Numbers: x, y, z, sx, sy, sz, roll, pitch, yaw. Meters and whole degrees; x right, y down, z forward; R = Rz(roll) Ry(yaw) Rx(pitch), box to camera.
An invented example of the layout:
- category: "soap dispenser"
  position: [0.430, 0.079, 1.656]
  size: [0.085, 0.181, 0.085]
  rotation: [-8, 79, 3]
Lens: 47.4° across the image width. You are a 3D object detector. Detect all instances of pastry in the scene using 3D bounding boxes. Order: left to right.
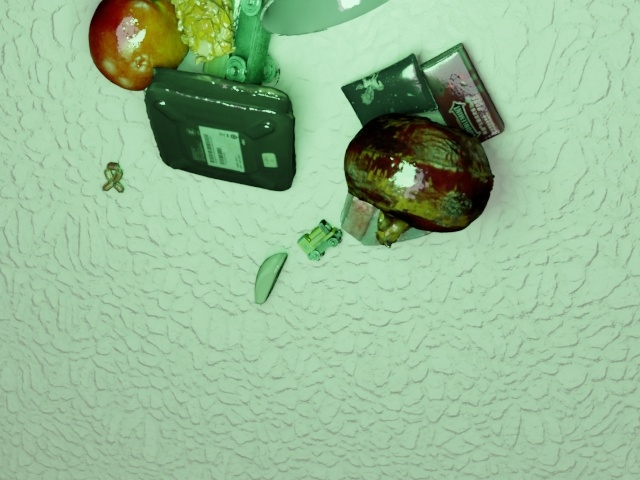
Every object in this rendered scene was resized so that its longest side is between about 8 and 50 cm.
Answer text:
- category: "pastry"
  position: [-0.261, -0.501, 1.594]
  size: [0.154, 0.102, 0.250]
  rotation: [-7, 91, 37]

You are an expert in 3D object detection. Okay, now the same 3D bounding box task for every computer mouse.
- category: "computer mouse"
  position: [-0.144, 0.100, 1.964]
  size: [0.056, 0.089, 0.182]
  rotation: [29, 120, 8]

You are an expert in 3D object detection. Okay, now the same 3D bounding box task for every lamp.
- category: "lamp"
  position: [-0.553, -0.169, 1.943]
  size: [0.063, 0.031, 0.083]
  rotation: [6, 113, 7]

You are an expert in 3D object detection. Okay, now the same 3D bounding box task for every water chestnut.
- category: "water chestnut"
  position: [0.208, -0.122, 1.621]
  size: [0.350, 0.350, 0.302]
  rotation: [19, 100, 1]

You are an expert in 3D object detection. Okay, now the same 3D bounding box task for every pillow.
- category: "pillow"
  position: [0.157, -0.335, 1.686]
  size: [0.208, 0.055, 0.141]
  rotation: [-14, 115, 36]

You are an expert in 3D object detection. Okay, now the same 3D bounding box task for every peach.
- category: "peach"
  position: [-0.414, -0.462, 1.679]
  size: [0.243, 0.199, 0.244]
  rotation: [-21, 139, -20]

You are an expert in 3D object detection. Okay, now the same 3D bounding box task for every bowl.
- category: "bowl"
  position: [0.016, -0.569, 1.506]
  size: [0.345, 0.345, 0.157]
  rotation: [-18, 88, 18]

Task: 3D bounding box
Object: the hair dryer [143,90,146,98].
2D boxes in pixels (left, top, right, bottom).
- category: "hair dryer"
  position: [-0.377, -0.357, 1.816]
  size: [0.124, 0.038, 0.063]
  rotation: [-5, 115, 7]

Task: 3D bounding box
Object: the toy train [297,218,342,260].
- category: "toy train"
  position: [0.000, 0.000, 1.909]
  size: [0.122, 0.050, 0.081]
  rotation: [-40, 95, 26]

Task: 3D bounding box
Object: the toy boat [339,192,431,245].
- category: "toy boat"
  position: [0.200, -0.065, 1.828]
  size: [0.282, 0.096, 0.206]
  rotation: [11, 114, -8]

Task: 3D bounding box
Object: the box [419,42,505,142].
- category: "box"
  position: [0.324, -0.326, 1.676]
  size: [0.120, 0.069, 0.224]
  rotation: [-24, 110, 21]

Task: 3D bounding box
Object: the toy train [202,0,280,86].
- category: "toy train"
  position: [-0.173, -0.484, 1.676]
  size: [0.189, 0.126, 0.308]
  rotation: [37, 124, 36]

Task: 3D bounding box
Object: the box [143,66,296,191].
- category: "box"
  position: [-0.228, -0.249, 1.723]
  size: [0.350, 0.091, 0.359]
  rotation: [13, 153, 5]
